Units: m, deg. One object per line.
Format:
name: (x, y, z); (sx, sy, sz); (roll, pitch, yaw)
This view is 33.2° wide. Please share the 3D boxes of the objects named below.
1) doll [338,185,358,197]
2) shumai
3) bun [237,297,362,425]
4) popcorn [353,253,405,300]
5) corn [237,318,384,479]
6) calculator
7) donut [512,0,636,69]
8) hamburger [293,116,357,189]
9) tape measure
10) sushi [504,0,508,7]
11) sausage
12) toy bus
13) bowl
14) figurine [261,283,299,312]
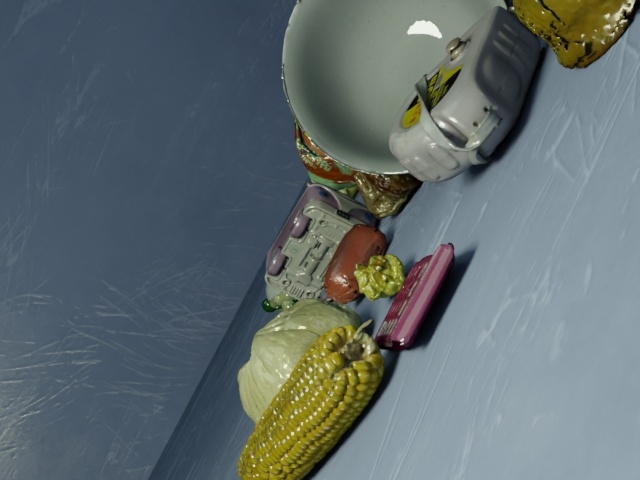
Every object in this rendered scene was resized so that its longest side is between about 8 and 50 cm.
doll: (0.048, -0.110, 2.331); (0.162, 0.062, 0.106); (-59, 2, 22)
shumai: (0.094, -0.093, 1.711); (0.139, 0.123, 0.105); (-6, 65, 66)
bun: (-0.038, 0.171, 1.483); (0.220, 0.134, 0.220); (-60, 8, 13)
popcorn: (0.084, 0.048, 1.435); (0.083, 0.068, 0.059); (-9, 92, 52)
corn: (-0.016, 0.214, 1.302); (0.310, 0.101, 0.101); (-56, 8, 35)
calculator: (0.111, 0.071, 1.248); (0.126, 0.034, 0.190); (-63, 1, -9)
donut: (0.305, -0.327, 1.156); (0.272, 0.107, 0.272); (-57, 8, 13)
hamburger: (0.079, -0.234, 1.977); (0.276, 0.260, 0.150); (-25, -10, 12)
tape measure: (0.173, -0.167, 1.358); (0.197, 0.120, 0.236); (-34, 24, 46)
sushi: (0.150, -0.354, 1.760); (0.343, 0.196, 0.182); (-24, -5, -13)
sausage: (0.053, 0.035, 1.657); (0.141, 0.076, 0.076); (-63, 7, -23)
toy bus: (0.000, 0.000, 1.890); (0.202, 0.142, 0.142); (-57, 8, 33)
bowl: (0.129, -0.258, 1.569); (0.345, 0.345, 0.157); (-59, -21, 11)
figurine: (-0.060, 0.093, 2.194); (0.147, 0.093, 0.197); (-37, 2, 8)
